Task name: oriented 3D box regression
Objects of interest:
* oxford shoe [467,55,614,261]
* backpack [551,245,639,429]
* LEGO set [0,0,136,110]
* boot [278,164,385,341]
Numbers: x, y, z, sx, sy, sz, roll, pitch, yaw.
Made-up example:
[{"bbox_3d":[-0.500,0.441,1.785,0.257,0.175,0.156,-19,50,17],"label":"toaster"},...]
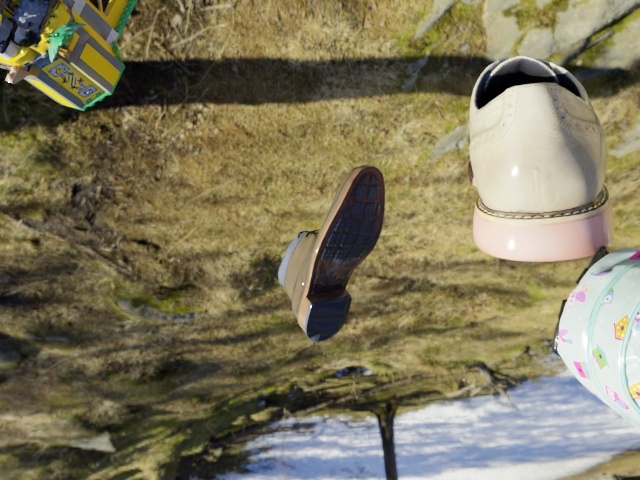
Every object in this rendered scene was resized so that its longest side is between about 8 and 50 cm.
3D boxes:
[{"bbox_3d":[0.219,-0.117,0.527,0.140,0.397,0.146,-5,110,16],"label":"oxford shoe"},{"bbox_3d":[0.256,0.073,0.348,0.182,0.152,0.115,26,174,-19],"label":"backpack"},{"bbox_3d":[-0.268,-0.250,0.347,0.331,0.255,0.192,28,175,21],"label":"LEGO set"},{"bbox_3d":[0.000,0.000,0.599,0.082,0.106,0.219,0,119,-35],"label":"boot"}]
